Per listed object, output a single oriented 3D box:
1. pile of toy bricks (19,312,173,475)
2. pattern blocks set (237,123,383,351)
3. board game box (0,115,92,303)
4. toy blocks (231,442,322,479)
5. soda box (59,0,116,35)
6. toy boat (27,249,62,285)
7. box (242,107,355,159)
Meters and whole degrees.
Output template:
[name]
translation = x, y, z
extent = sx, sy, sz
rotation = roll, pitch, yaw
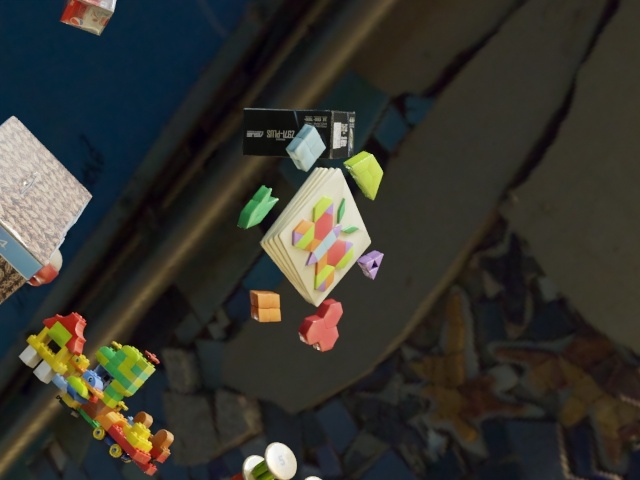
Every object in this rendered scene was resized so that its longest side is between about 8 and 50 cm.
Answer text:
[pile of toy bricks]
translation = -0.234, 0.165, 1.176
extent = 0.105, 0.212, 0.118
rotation = -49, -30, -6
[pattern blocks set]
translation = 0.000, 0.000, 1.431
extent = 0.285, 0.026, 0.325
rotation = -59, -37, -8
[board game box]
translation = -0.441, 0.023, 1.198
extent = 0.291, 0.141, 0.232
rotation = -39, 16, 13
[toy blocks]
translation = -0.074, 0.355, 1.410
extent = 0.148, 0.123, 0.054
rotation = -40, 9, 36
[soda box]
translation = -0.425, -0.533, 1.957
extent = 0.083, 0.263, 0.092
rotation = 17, -28, -23
[toy boat]
translation = -0.547, 0.023, 1.670
extent = 0.151, 0.151, 0.231
rotation = -59, -37, -17
[box]
translation = -0.032, -0.175, 1.663
extent = 0.147, 0.078, 0.180
rotation = 4, 7, 12
